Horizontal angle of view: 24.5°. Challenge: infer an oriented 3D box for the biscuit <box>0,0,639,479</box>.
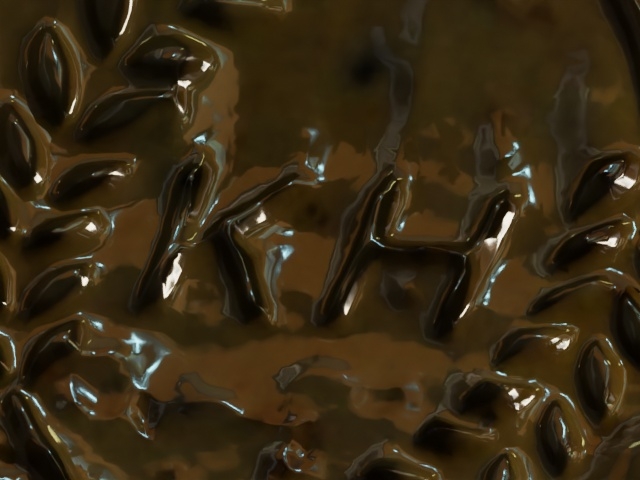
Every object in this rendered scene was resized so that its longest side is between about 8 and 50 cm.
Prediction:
[{"bbox_3d":[-0.001,0.000,0.494,0.359,0.359,0.046,19,-156,-13],"label":"biscuit"}]
